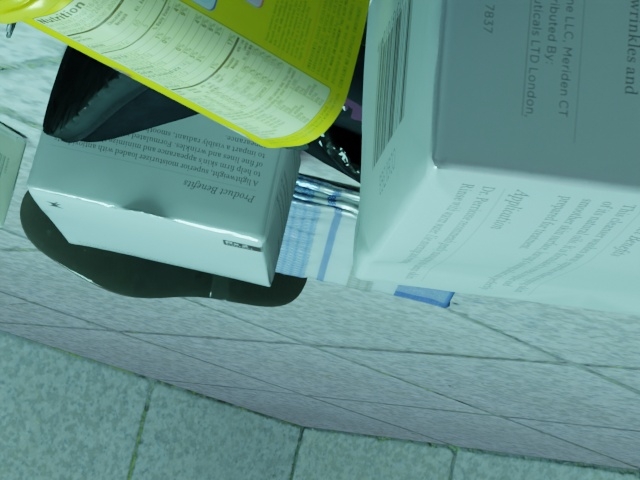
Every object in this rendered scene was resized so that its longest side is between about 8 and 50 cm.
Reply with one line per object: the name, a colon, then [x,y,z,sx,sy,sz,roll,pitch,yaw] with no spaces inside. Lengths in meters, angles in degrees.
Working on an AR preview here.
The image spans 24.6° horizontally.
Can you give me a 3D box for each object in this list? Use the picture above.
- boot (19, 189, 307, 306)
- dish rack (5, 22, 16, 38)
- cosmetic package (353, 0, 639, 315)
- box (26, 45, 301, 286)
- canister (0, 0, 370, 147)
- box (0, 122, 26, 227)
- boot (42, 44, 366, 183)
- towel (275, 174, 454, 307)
boot: [-0.172,0.006,1.523,0.305,0.112,0.115,16,178,-24]
dish rack: [-0.201,-0.160,0.756,0.271,0.074,0.208,20,179,-11]
cosmetic package: [0.220,-0.050,0.649,0.384,0.156,0.217,6,167,-7]
box: [-0.114,-0.053,1.145,0.180,0.119,0.182,13,168,3]
canister: [-0.058,-0.123,0.613,0.073,0.126,0.170,-2,159,45]
box: [-0.425,-0.079,1.399,0.275,0.094,0.113,7,166,28]
boot: [-0.053,-0.089,0.975,0.207,0.094,0.246,23,158,-26]
towel: [0.000,0.000,1.382,0.285,0.034,0.209,12,157,-1]
